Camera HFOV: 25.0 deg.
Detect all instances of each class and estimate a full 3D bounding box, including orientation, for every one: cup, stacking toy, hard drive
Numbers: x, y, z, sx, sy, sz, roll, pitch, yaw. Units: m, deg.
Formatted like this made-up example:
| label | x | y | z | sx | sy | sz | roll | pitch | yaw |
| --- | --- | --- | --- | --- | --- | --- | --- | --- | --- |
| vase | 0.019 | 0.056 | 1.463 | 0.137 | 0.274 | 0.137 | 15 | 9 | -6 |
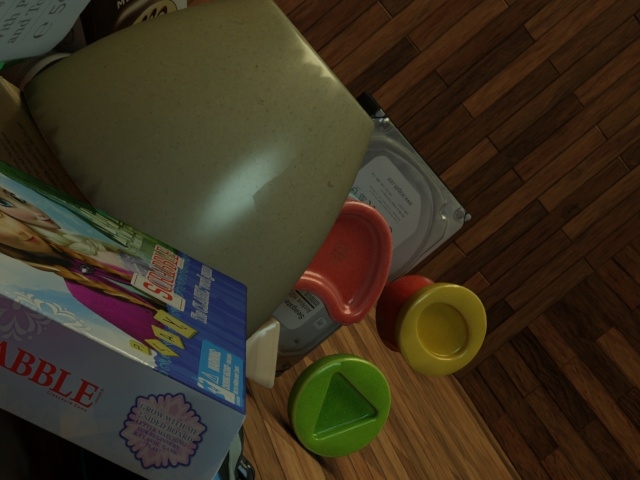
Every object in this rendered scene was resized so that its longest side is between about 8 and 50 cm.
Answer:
| label | x | y | z | sx | sy | sz | roll | pitch | yaw |
| --- | --- | --- | --- | --- | --- | --- | --- | --- | --- |
| cup | -0.090 | -0.102 | 1.409 | 0.331 | 0.237 | 0.331 | 50 | 6 | -7 |
| stacking toy | 0.016 | 0.095 | 1.787 | 0.309 | 0.279 | 0.130 | 44 | -3 | -28 |
| hard drive | 0.000 | 0.000 | 1.843 | 0.237 | 0.339 | 0.064 | 47 | 7 | -38 |

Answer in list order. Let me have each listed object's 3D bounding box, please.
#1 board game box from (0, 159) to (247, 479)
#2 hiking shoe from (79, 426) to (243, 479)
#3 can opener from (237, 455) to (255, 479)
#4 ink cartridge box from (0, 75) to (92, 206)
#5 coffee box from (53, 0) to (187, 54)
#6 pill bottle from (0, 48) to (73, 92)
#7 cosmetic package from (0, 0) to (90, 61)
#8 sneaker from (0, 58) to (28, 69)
| label | x | y | z | sx | sy | sz | roll | pitch | yaw |
| --- | --- | --- | --- | --- | --- | --- | --- | --- | --- |
| board game box | -0.200 | 0.020 | 0.937 | 0.318 | 0.066 | 0.318 | 27 | 9 | -8 |
| hiking shoe | -0.116 | 0.133 | 1.029 | 0.304 | 0.113 | 0.132 | -123 | -170 | -57 |
| can opener | -0.128 | 0.154 | 1.228 | 0.186 | 0.059 | 0.073 | 50 | 6 | -7 |
| ink cartridge box | -0.241 | -0.032 | 1.421 | 0.193 | 0.088 | 0.235 | 51 | 6 | 23 |
| coffee box | -0.255 | -0.268 | 1.750 | 0.119 | 0.168 | 0.297 | 32 | -30 | 18 |
| pill bottle | -0.280 | -0.148 | 1.647 | 0.193 | 0.108 | 0.108 | 39 | -1 | 29 |
| cosmetic package | -0.303 | -0.315 | 0.905 | 0.327 | 0.329 | 0.394 | 52 | 32 | 8 |
| sneaker | -0.326 | -0.180 | 1.317 | 0.124 | 0.109 | 0.295 | 26 | 19 | 17 |
